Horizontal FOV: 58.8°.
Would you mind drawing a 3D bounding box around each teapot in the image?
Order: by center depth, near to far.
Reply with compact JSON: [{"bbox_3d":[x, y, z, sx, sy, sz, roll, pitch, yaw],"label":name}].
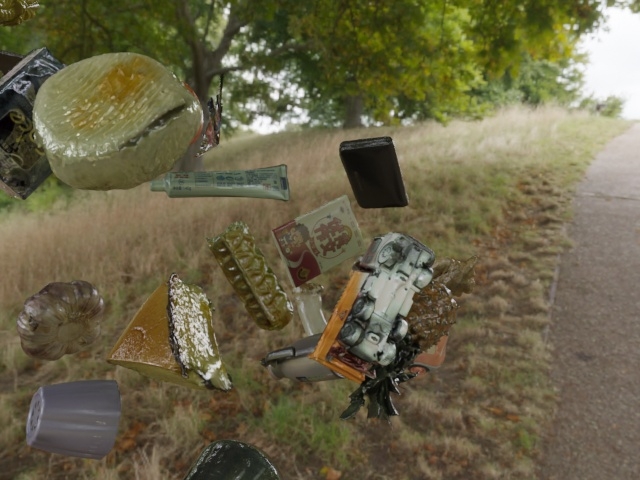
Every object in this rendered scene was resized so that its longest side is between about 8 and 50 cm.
[{"bbox_3d":[-0.263,0.604,1.213,0.300,0.253,0.344,-10,5,26],"label":"teapot"}]

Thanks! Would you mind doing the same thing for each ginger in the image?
[{"bbox_3d":[0.328,0.128,1.480,0.133,0.214,0.059,12,18,1],"label":"ginger"}]

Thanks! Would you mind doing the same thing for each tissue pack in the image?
[{"bbox_3d":[-0.533,-0.214,1.038,0.073,0.235,0.173,10,-35,40],"label":"tissue pack"}]

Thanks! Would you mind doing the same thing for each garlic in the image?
[{"bbox_3d":[-0.722,0.211,1.576,0.161,0.244,0.245,34,23,35],"label":"garlic"}]

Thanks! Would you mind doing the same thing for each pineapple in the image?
[{"bbox_3d":[0.157,0.236,1.180,0.166,0.165,0.364,12,46,32],"label":"pineapple"}]

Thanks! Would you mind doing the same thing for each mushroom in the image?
[{"bbox_3d":[-0.011,0.207,1.479,0.084,0.209,0.071,-4,-26,-32],"label":"mushroom"}]

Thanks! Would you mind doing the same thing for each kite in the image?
[{"bbox_3d":[-0.340,-0.362,1.789,0.016,0.320,0.234,12,-24,1],"label":"kite"}]

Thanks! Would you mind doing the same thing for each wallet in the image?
[{"bbox_3d":[0.141,-0.167,1.485,0.149,0.044,0.250,-2,-38,19],"label":"wallet"}]

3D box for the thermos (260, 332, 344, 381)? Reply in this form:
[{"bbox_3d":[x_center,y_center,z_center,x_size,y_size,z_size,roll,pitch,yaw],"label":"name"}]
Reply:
[{"bbox_3d":[-0.043,0.260,1.252,0.193,0.104,0.137,-17,-28,34],"label":"thermos"}]

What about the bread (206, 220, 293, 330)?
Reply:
[{"bbox_3d":[-0.152,0.088,1.283,0.098,0.269,0.087,-32,12,-14],"label":"bread"}]

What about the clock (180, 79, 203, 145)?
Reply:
[{"bbox_3d":[-0.419,-0.361,1.607,0.051,0.205,0.205,-3,0,39],"label":"clock"}]

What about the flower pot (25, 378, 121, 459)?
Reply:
[{"bbox_3d":[-0.823,0.581,1.881,0.243,0.264,0.265,19,0,-34],"label":"flower pot"}]

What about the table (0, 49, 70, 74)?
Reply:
[{"bbox_3d":[-0.796,-0.350,1.562,0.282,0.250,0.196,12,-15,2],"label":"table"}]

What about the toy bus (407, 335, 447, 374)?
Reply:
[{"bbox_3d":[0.289,0.286,1.838,0.288,0.232,0.194,16,46,-3],"label":"toy bus"}]

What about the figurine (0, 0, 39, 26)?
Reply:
[{"bbox_3d":[-0.736,-0.496,1.224,0.168,0.187,0.315,-1,45,-8],"label":"figurine"}]

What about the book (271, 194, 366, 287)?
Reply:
[{"bbox_3d":[0.000,0.000,1.463,0.232,0.162,0.022,-27,18,-23],"label":"book"}]

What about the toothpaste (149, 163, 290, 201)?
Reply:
[{"bbox_3d":[-0.189,-0.110,1.093,0.269,0.047,0.069,-4,48,-19],"label":"toothpaste"}]

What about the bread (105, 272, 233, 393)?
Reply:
[{"bbox_3d":[-0.197,0.148,0.843,0.160,0.169,0.140,18,-19,39],"label":"bread"}]

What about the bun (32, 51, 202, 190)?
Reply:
[{"bbox_3d":[-0.304,-0.164,0.861,0.244,0.243,0.153,8,-35,7],"label":"bun"}]

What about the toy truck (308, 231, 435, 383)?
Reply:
[{"bbox_3d":[0.096,0.118,1.021,0.114,0.270,0.135,33,-14,-20],"label":"toy truck"}]
